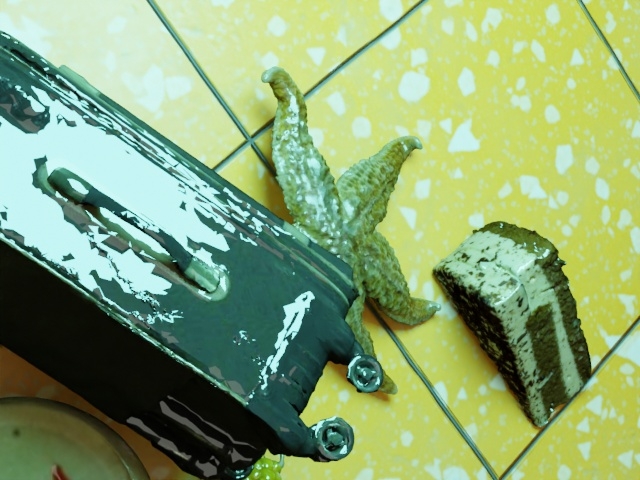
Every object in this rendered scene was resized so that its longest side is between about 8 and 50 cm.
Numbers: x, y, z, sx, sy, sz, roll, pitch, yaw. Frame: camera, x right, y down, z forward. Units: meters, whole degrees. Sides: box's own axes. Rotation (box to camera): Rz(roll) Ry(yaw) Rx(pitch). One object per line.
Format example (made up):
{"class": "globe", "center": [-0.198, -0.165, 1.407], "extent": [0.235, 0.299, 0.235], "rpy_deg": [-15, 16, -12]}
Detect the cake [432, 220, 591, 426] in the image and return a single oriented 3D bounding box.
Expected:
{"class": "cake", "center": [0.229, 0.091, 1.212], "extent": [0.112, 0.135, 0.246], "rpy_deg": [-39, 133, -13]}

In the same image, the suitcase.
{"class": "suitcase", "center": [-0.173, 0.026, 0.848], "extent": [0.434, 0.283, 0.194], "rpy_deg": [34, 62, -12]}

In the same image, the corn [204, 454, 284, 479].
{"class": "corn", "center": [-0.141, 0.311, 0.965], "extent": [0.310, 0.101, 0.101], "rpy_deg": [-36, 102, -24]}

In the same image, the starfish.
{"class": "starfish", "center": [0.004, 0.000, 1.073], "extent": [0.327, 0.094, 0.375], "rpy_deg": [-15, 97, -30]}

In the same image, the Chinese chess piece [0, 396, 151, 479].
{"class": "Chinese chess piece", "center": [-0.257, 0.257, 0.858], "extent": [0.250, 0.103, 0.249], "rpy_deg": [1, 71, -4]}
